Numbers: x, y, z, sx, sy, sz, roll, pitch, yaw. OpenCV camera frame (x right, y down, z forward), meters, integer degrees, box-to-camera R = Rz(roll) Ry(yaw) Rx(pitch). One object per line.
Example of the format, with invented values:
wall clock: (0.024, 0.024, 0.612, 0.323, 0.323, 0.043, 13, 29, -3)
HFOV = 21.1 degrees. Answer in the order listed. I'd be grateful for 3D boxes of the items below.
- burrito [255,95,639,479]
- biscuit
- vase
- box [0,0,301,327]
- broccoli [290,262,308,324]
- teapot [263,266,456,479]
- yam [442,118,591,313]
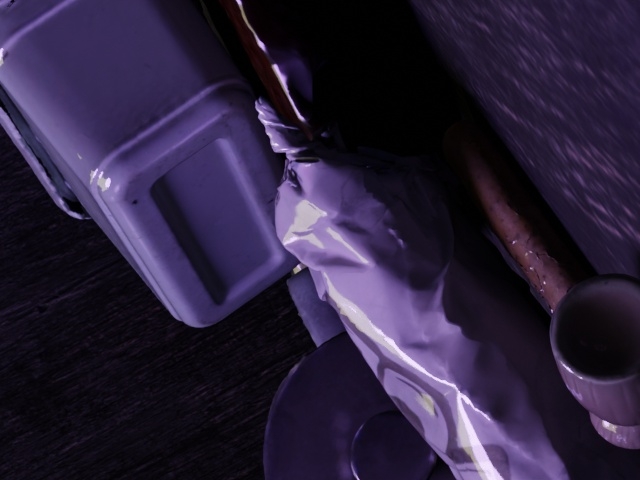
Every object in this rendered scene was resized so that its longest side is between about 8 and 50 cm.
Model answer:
burrito: (0.106, 0.093, 0.914, 0.445, 0.101, 0.139, 54, -162, 15)
biscuit: (-0.021, -0.154, 1.138, 0.407, 0.091, 0.407, 63, 179, 3)
vase: (0.135, 0.058, 0.770, 0.053, 0.053, 0.101, 59, -179, 31)
box: (-0.120, -0.072, 1.267, 0.182, 0.175, 0.312, 52, 173, 26)
broccoli: (-0.001, -0.008, 1.442, 0.154, 0.160, 0.167, -38, -60, -71)
teapot: (0.054, 0.137, 1.266, 0.270, 0.200, 0.337, 62, -178, 10)
yam: (0.106, -0.007, 0.892, 0.145, 0.032, 0.032, 58, 176, 36)
